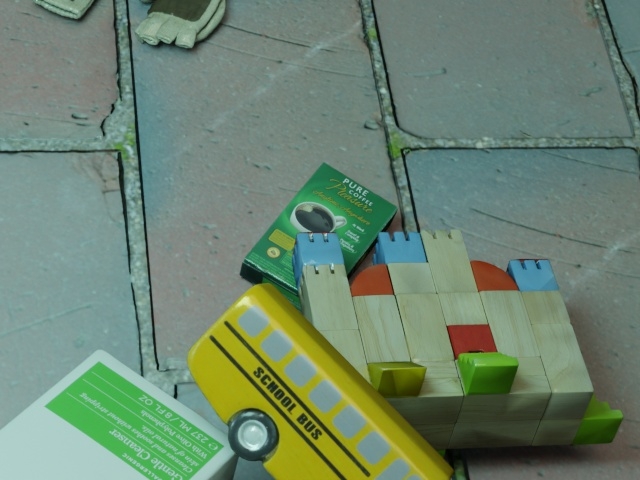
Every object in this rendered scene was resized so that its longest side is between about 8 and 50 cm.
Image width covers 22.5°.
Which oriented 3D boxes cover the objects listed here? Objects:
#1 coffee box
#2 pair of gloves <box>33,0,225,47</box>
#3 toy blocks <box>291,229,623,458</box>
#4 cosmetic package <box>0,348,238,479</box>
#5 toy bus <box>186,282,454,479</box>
[{"bbox_3d":[0.000,0.000,1.908,0.113,0.040,0.184,30,55,9],"label":"coffee box"},{"bbox_3d":[-0.235,-0.344,2.118,0.240,0.042,0.204,17,56,4],"label":"pair of gloves"},{"bbox_3d":[0.123,0.100,1.784,0.381,0.191,0.261,-1,47,-11],"label":"toy blocks"},{"bbox_3d":[-0.265,0.295,1.535,0.197,0.155,0.365,31,44,17],"label":"cosmetic package"},{"bbox_3d":[0.015,0.203,1.565,0.130,0.108,0.333,-45,83,5],"label":"toy bus"}]
